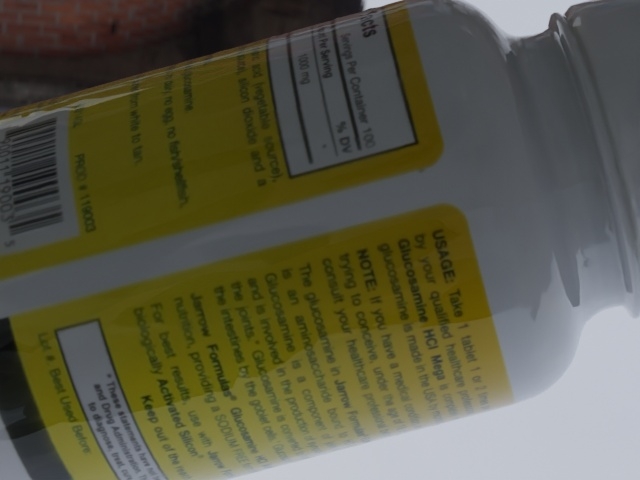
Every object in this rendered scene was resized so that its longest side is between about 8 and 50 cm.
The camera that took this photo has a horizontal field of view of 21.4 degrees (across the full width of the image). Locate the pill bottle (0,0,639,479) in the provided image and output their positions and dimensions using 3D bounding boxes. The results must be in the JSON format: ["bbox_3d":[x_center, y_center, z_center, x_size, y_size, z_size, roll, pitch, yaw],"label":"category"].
[{"bbox_3d":[0.000,0.000,0.758,0.333,0.188,0.188,-15,-126,5],"label":"pill bottle"}]
